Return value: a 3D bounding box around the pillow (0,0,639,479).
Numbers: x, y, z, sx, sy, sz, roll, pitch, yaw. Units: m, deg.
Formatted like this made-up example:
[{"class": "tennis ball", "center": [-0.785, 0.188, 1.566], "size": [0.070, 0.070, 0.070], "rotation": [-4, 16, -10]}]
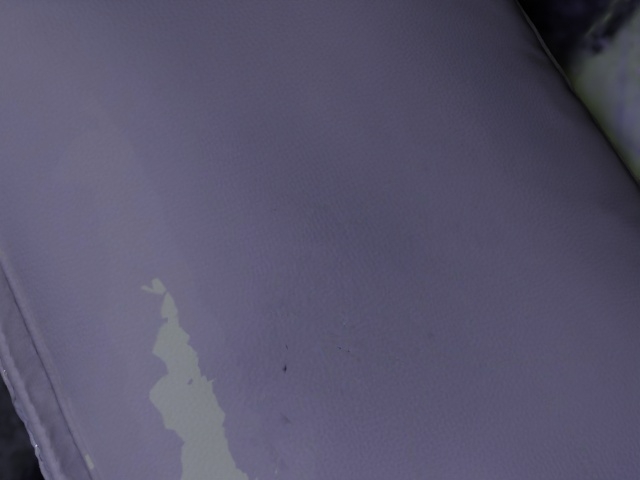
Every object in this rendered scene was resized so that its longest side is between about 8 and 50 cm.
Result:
[{"class": "pillow", "center": [0.000, 0.000, 0.537], "size": [0.255, 0.120, 0.322], "rotation": [-20, 68, -23]}]
